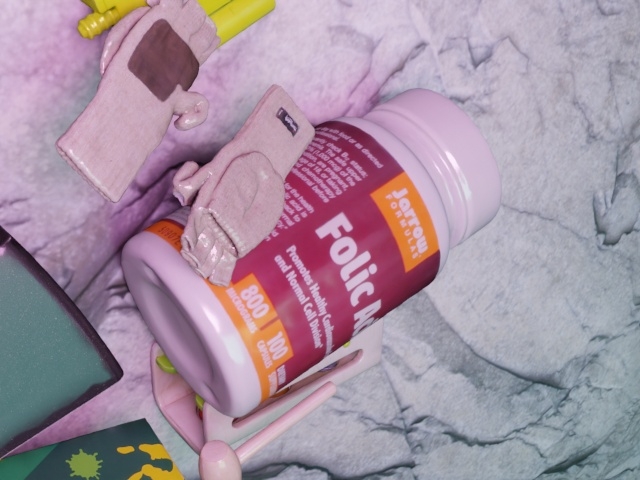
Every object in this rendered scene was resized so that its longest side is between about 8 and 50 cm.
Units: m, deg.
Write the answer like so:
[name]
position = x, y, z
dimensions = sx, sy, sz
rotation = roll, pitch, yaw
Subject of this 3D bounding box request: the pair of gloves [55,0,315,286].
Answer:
[pair of gloves]
position = -0.116, -0.093, 0.888
dimensions = 0.240, 0.042, 0.204
rotation = 42, 60, -39

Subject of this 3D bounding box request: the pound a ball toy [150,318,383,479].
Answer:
[pound a ball toy]
position = -0.057, 0.185, 1.198
dimensions = 0.319, 0.208, 0.136
rotation = -25, 135, -32

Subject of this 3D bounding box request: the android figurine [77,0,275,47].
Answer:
[android figurine]
position = -0.120, -0.284, 0.880
dimensions = 0.273, 0.056, 0.248
rotation = -38, 141, -20

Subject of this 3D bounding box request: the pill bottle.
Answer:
[pill bottle]
position = 0.000, 0.000, 1.093
dimensions = 0.392, 0.224, 0.224
rotation = -33, 139, -23

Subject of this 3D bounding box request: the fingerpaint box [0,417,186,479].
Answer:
[fingerpaint box]
position = -0.365, 0.436, 1.058
dimensions = 0.371, 0.163, 0.445
rotation = -9, 136, -42

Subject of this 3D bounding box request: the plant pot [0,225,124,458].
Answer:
[plant pot]
position = -0.319, 0.071, 0.870
dimensions = 0.187, 0.188, 0.167
rotation = -32, 127, -23
